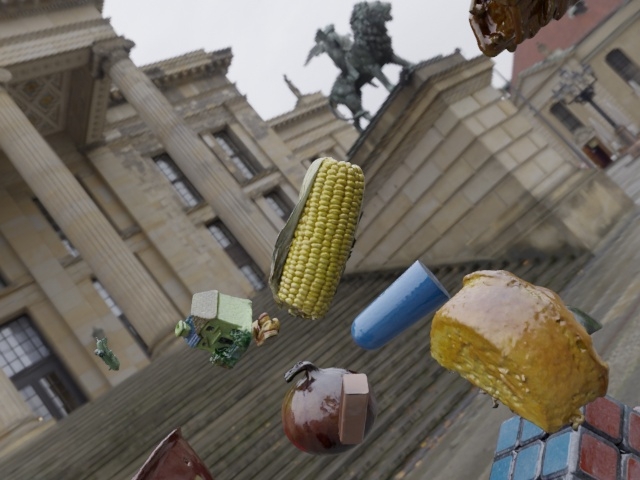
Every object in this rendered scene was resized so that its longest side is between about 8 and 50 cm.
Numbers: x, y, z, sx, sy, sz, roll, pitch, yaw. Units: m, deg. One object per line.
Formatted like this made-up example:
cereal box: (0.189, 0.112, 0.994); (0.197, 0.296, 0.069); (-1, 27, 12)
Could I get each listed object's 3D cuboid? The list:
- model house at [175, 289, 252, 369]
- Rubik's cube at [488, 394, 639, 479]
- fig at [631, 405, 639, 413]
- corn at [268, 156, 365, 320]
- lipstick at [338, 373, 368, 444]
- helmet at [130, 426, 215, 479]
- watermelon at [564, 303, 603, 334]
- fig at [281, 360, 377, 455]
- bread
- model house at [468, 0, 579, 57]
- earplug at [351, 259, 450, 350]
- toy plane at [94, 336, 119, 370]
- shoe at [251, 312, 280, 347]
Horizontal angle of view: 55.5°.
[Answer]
model house: (-0.339, 0.279, 1.885); (0.214, 0.189, 0.195); (-49, 28, 31)
Rubik's cube: (0.535, 0.518, 1.212); (0.305, 0.304, 0.301); (-60, 2, -39)
fig: (0.710, 0.411, 1.323); (0.089, 0.089, 0.125); (-42, -8, 10)
corn: (-0.001, 0.000, 1.115); (0.123, 0.122, 0.305); (21, -94, -66)
lipstick: (0.057, 0.299, 1.072); (0.045, 0.045, 0.145); (-93, 4, -52)
helmet: (-0.284, 0.523, 1.003); (0.337, 0.230, 0.385); (-49, 2, 28)
watermelon: (0.600, 0.197, 1.461); (0.145, 0.137, 0.193); (-27, 23, -16)
fig: (0.021, 0.403, 1.457); (0.235, 0.235, 0.214); (5, -90, -76)
bread: (0.236, 0.123, 0.762); (0.143, 0.229, 0.139); (-38, -52, -21)
model house: (0.402, -0.513, 1.186); (0.200, 0.219, 0.229); (-31, -5, -13)
earplug: (0.197, 0.187, 1.612); (0.273, 0.132, 0.132); (-41, -10, 10)
toy plane: (-0.448, 0.241, 1.274); (0.033, 0.083, 0.080); (-33, 18, -32)
shoe: (-0.131, 0.215, 1.469); (0.072, 0.069, 0.109); (-19, -12, -5)
